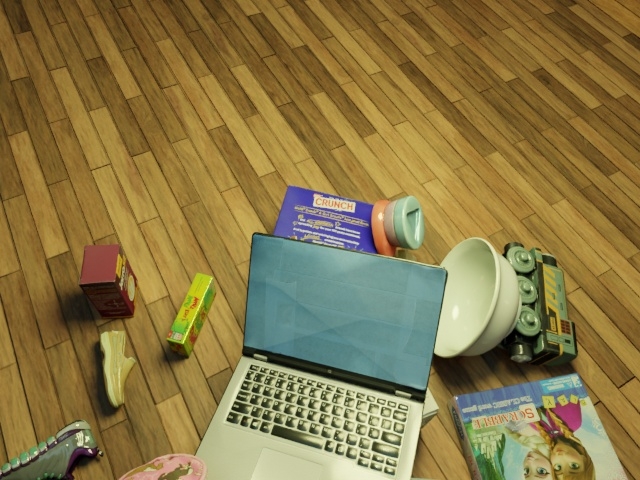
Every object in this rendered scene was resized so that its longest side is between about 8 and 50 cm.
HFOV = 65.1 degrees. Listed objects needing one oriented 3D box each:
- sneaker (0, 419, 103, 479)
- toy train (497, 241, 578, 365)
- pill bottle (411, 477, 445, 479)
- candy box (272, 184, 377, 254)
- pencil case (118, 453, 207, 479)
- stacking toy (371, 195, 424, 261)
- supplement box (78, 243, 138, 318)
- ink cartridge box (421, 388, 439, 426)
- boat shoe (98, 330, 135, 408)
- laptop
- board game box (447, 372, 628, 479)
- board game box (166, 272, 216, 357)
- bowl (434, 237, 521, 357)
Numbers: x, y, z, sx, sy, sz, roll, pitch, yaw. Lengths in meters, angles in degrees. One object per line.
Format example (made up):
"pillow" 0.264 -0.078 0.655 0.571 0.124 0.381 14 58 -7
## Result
"sneaker" -0.568 0.473 1.029 0.223 0.083 0.098 -34 70 -23
"toy train" 0.539 0.161 1.279 0.190 0.142 0.334 17 55 -8
"pill bottle" 0.233 0.541 1.034 0.160 0.087 0.087 5 57 0
"candy box" 0.008 0.042 1.266 0.267 0.122 0.318 13 63 3
"pencil case" -0.235 0.549 0.808 0.167 0.160 0.387 -4 95 32
"stacking toy" 0.213 0.062 1.212 0.130 0.280 0.309 -5 50 32
"supplement box" -0.503 0.101 1.204 0.080 0.188 0.104 -3 58 -6
"ink cartridge box" 0.148 0.310 1.125 0.100 0.172 0.237 -18 61 -15
"boat shoe" -0.466 0.291 1.163 0.072 0.068 0.190 -8 57 -23
"laptop" -0.007 0.238 0.884 0.381 0.237 0.408 10 49 16
"board game box" 0.484 0.479 1.103 0.318 0.066 0.318 -8 59 -9
"board game box" -0.311 0.181 1.224 0.043 0.092 0.182 15 58 4
"bowl" 0.380 0.153 1.198 0.134 0.298 0.298 21 56 -13
